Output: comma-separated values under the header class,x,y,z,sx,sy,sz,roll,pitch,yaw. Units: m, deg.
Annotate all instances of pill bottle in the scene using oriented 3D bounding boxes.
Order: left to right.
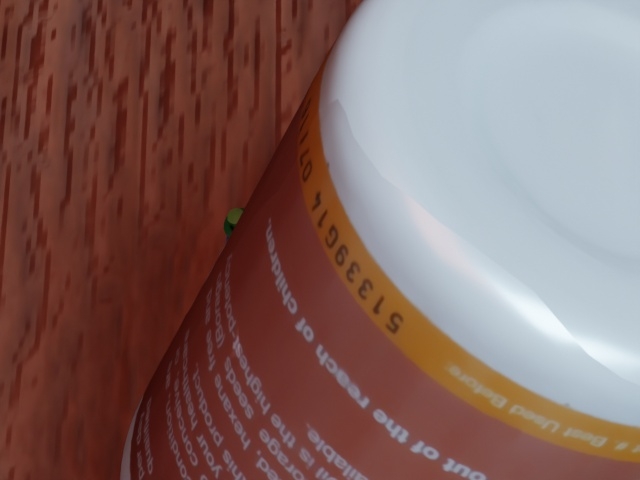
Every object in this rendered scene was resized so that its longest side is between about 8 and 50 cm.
class,x,y,z,sx,sy,sz,roll,pitch,yaw
pill bottle,0.021,0.042,0.432,0.121,0.216,0.121,14,48,-17

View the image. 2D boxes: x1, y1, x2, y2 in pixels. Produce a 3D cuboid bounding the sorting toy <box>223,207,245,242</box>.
class,x,y,z,sx,sy,sz,roll,pitch,yaw
sorting toy,0.000,0.000,0.564,0.061,0.042,0.102,-6,63,14
